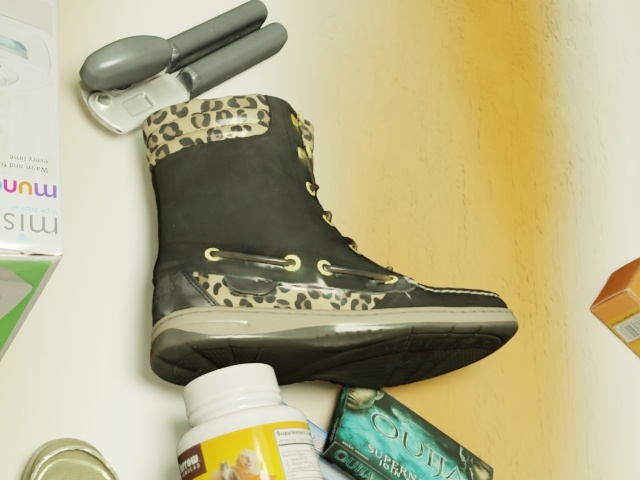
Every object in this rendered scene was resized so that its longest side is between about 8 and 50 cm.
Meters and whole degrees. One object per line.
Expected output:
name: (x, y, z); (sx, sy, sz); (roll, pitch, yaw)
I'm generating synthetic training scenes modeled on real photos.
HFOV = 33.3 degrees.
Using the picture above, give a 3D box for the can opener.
can opener: (-0.139, -0.196, 1.156); (0.074, 0.093, 0.280); (51, 48, 5)

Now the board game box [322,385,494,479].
board game box: (0.092, 0.220, 1.063); (0.186, 0.026, 0.126); (36, 27, -8)

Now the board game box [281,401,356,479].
board game box: (-0.048, 0.261, 0.986); (0.160, 0.039, 0.211); (37, 51, -7)

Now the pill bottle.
pill bottle: (-0.053, 0.219, 0.906); (0.117, 0.117, 0.215); (-3, 65, -30)

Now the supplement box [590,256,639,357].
supplement box: (0.447, 0.129, 1.310); (0.233, 0.080, 0.078); (44, 54, -4)

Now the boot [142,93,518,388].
boot: (0.000, 0.000, 1.075); (0.377, 0.138, 0.284); (-1, 58, -21)

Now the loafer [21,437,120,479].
loafer: (-0.181, 0.285, 0.865); (0.102, 0.092, 0.269); (-2, 66, -30)

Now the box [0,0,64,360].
box: (-0.302, -0.039, 0.866); (0.126, 0.262, 0.231); (5, 62, -27)
